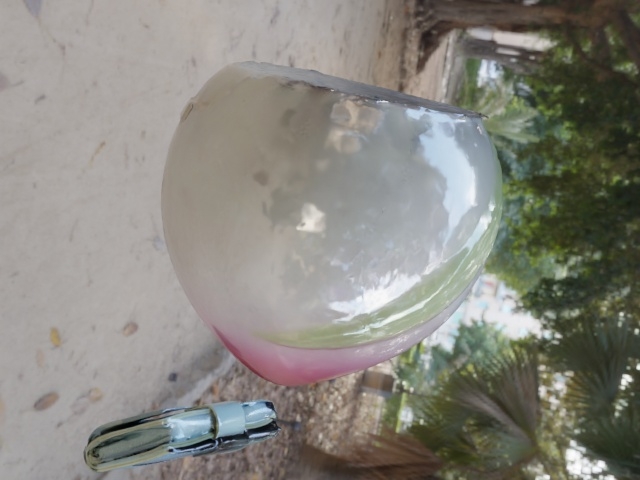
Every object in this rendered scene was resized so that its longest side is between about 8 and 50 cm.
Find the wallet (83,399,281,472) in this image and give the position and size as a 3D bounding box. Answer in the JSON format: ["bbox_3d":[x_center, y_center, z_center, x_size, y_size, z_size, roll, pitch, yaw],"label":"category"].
[{"bbox_3d":[-0.194,0.290,1.013,0.250,0.176,0.075,14,58,-56],"label":"wallet"}]

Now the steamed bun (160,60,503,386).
[{"bbox_3d":[0.000,0.000,0.612,0.309,0.309,0.309,10,90,-79],"label":"steamed bun"}]
